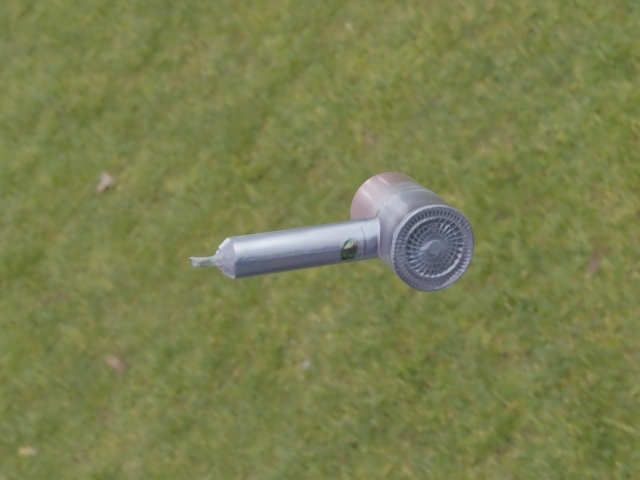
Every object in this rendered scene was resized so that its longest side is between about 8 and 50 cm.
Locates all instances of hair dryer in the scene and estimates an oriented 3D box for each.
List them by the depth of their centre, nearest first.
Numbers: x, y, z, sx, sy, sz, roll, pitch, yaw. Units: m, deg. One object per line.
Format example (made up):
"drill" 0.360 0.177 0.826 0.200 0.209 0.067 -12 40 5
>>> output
"hair dryer" 0.000 0.000 0.663 0.114 0.037 0.063 -8 18 -15
